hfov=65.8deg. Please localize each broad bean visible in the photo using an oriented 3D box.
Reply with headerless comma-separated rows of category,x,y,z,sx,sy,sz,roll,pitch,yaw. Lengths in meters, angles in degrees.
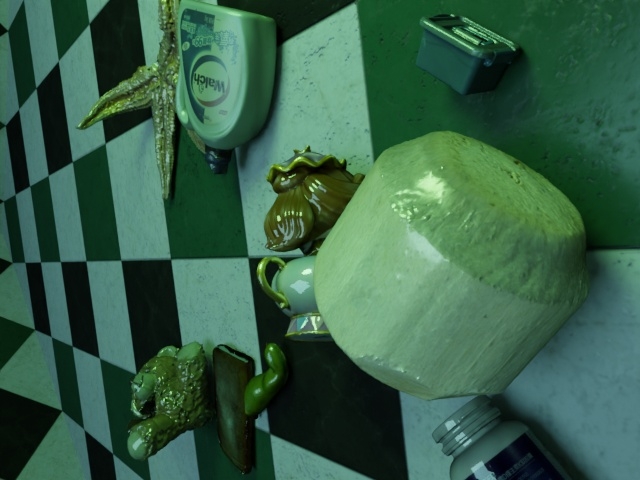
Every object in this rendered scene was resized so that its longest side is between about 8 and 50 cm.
broad bean,-0.108,0.277,0.936,0.070,0.048,0.214,43,128,28

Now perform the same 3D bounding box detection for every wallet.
wallet,-0.187,0.350,1.054,0.137,0.031,0.256,15,107,47

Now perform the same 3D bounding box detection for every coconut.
coconut,0.117,0.039,0.502,0.237,0.237,0.266,52,125,29

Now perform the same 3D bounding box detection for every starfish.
starfish,-0.349,-0.302,1.052,0.398,0.132,0.384,-20,91,32

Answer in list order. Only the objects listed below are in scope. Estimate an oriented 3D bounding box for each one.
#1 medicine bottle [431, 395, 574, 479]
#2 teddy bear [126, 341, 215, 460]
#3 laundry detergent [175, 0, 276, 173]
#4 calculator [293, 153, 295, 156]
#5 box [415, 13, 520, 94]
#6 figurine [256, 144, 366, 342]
medicine bottle,0.211,0.267,0.528,0.191,0.107,0.107,52,132,29
teddy bear,-0.359,0.354,1.160,0.256,0.156,0.267,14,68,46
laundry detergent,-0.181,-0.261,0.875,0.214,0.105,0.281,27,118,30
calculator,-0.023,-0.069,0.802,0.094,0.019,0.141,-38,70,46
box,0.154,-0.202,0.539,0.099,0.074,0.054,48,143,32
figurine,0.000,0.000,0.667,0.142,0.189,0.264,-18,67,45
